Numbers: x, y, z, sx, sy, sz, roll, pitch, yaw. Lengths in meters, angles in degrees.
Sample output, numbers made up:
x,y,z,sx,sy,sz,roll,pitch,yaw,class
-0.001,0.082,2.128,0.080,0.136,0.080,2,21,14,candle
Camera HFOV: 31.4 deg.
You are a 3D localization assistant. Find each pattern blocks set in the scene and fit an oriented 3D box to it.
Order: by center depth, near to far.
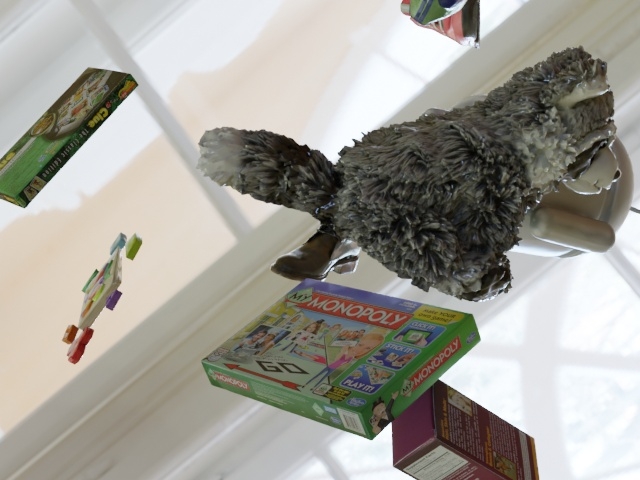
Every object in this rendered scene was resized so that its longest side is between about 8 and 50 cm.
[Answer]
x,y,z,sx,sy,sz,roll,pitch,yaw,class
-0.463,0.105,2.394,0.026,0.285,0.325,33,-177,-19,pattern blocks set

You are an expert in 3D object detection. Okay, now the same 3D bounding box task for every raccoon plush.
x,y,z,sx,sy,sz,roll,pitch,yaw,class
0.119,-0.121,1.264,0.447,0.299,0.216,16,-159,-21,raccoon plush

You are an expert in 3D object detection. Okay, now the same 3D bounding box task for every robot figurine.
x,y,z,sx,sy,sz,roll,pitch,yaw,class
0.280,-0.082,1.548,0.354,0.199,0.300,8,-145,-30,robot figurine

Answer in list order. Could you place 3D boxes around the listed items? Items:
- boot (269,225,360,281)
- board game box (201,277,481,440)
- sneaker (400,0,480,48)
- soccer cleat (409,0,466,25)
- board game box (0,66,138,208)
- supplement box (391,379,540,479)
x,y,z,sx,sy,sz,roll,pitch,yaw,class
0.000,0.000,1.759,0.082,0.106,0.219,26,-162,24,boot
0.020,0.143,1.478,0.317,0.213,0.046,9,129,48,board game box
0.217,-0.416,2.089,0.314,0.136,0.115,-94,3,-73,sneaker
0.189,-0.382,1.616,0.093,0.121,0.289,33,-148,5,soccer cleat
-0.399,-0.161,1.730,0.136,0.259,0.030,19,154,47,board game box
0.183,0.267,1.437,0.188,0.081,0.104,33,-146,-23,supplement box
